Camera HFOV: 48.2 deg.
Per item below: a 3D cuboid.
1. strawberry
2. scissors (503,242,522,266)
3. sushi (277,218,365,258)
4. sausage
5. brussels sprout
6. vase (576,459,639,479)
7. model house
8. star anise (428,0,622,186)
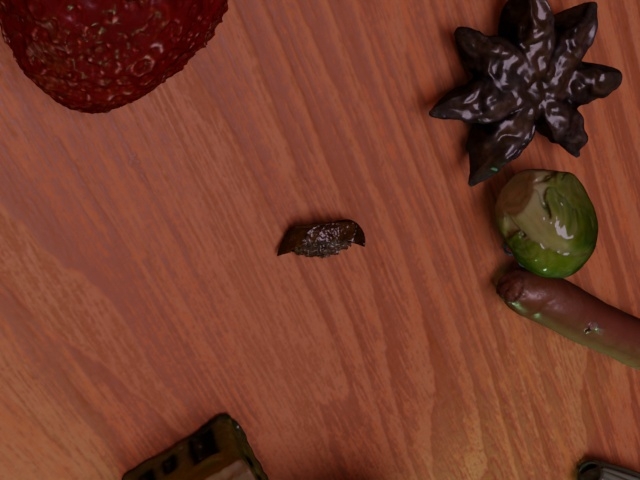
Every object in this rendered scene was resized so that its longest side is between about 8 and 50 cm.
[{"bbox_3d":[-0.217,-0.256,0.745,0.257,0.257,0.277,-2,142,-23],"label":"strawberry"},{"bbox_3d":[0.356,-0.004,1.185,0.119,0.058,0.014,-39,158,-21],"label":"scissors"},{"bbox_3d":[0.000,0.000,1.023,0.120,0.052,0.055,-6,95,-24],"label":"sushi"},{"bbox_3d":[0.469,0.139,1.248,0.419,0.094,0.094,25,76,-28],"label":"sausage"},{"bbox_3d":[0.350,-0.026,1.093,0.181,0.144,0.161,16,93,-35],"label":"brussels sprout"},{"bbox_3d":[0.615,0.517,1.432,0.248,0.128,0.128,33,93,-20],"label":"vase"},{"bbox_3d":[-0.150,0.398,0.991,0.193,0.234,0.174,-28,116,-10],"label":"model house"},{"bbox_3d":[0.299,-0.213,1.043,0.315,0.108,0.315,-7,107,-22],"label":"star anise"}]
